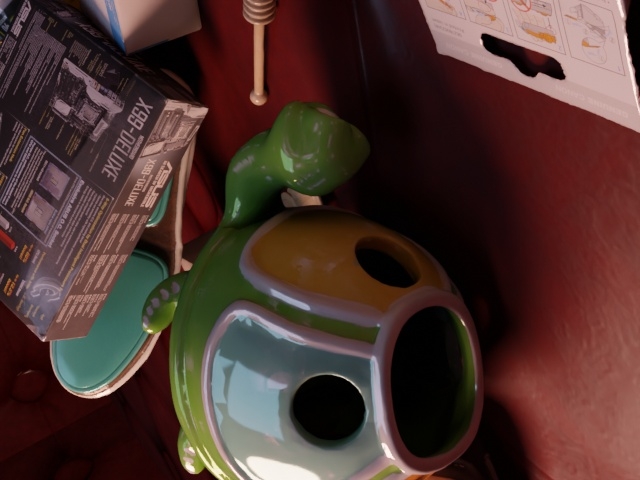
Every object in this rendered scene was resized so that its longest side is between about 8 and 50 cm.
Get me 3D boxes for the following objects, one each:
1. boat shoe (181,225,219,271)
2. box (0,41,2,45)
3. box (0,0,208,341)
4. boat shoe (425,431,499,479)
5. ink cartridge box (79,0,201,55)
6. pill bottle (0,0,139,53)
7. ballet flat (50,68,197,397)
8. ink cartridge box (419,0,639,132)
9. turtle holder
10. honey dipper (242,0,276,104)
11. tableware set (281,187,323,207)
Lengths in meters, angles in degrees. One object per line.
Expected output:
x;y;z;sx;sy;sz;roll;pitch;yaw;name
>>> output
-0.072;0.083;1.046;0.158;0.127;0.340;64;173;-17;boat shoe
-0.403;-0.265;1.331;0.044;0.159;0.233;49;155;30;box
-0.293;-0.082;0.999;0.242;0.076;0.308;37;106;23;box
0.159;0.316;0.869;0.112;0.095;0.335;-2;124;27;boat shoe
-0.206;-0.279;0.963;0.143;0.092;0.090;44;151;38;ink cartridge box
-0.302;-0.240;1.117;0.208;0.119;0.119;44;164;-20;pill bottle
-0.220;-0.007;1.089;0.139;0.139;0.401;26;104;56;ballet flat
0.101;-0.178;0.476;0.181;0.056;0.225;38;166;47;ink cartridge box
0.015;0.068;0.745;0.227;0.243;0.321;2;79;49;turtle holder
-0.058;-0.179;0.833;0.030;0.030;0.161;53;158;22;honey dipper
0.000;0.000;0.925;0.169;0.020;0.141;61;159;1;tableware set
